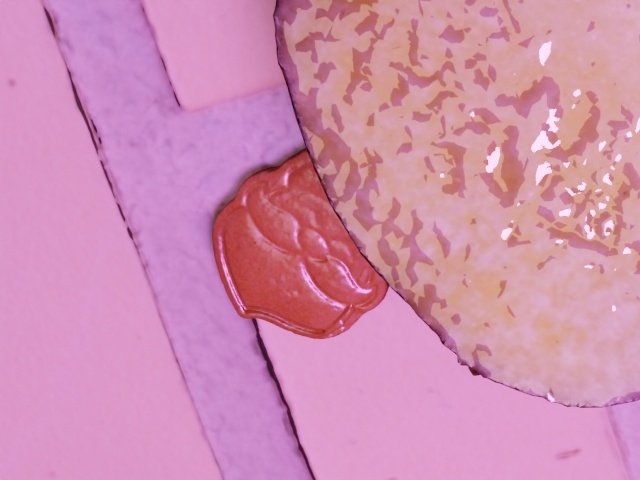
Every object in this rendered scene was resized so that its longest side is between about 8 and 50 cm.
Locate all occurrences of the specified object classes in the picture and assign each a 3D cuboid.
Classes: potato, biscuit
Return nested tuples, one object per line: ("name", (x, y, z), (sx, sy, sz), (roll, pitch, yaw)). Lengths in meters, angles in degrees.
("potato", (0.119, -0.076, 0.830), (0.239, 0.116, 0.299), (-34, 89, 20))
("biscuit", (0.000, 0.000, 0.933), (0.130, 0.019, 0.102), (-32, 98, 22))
